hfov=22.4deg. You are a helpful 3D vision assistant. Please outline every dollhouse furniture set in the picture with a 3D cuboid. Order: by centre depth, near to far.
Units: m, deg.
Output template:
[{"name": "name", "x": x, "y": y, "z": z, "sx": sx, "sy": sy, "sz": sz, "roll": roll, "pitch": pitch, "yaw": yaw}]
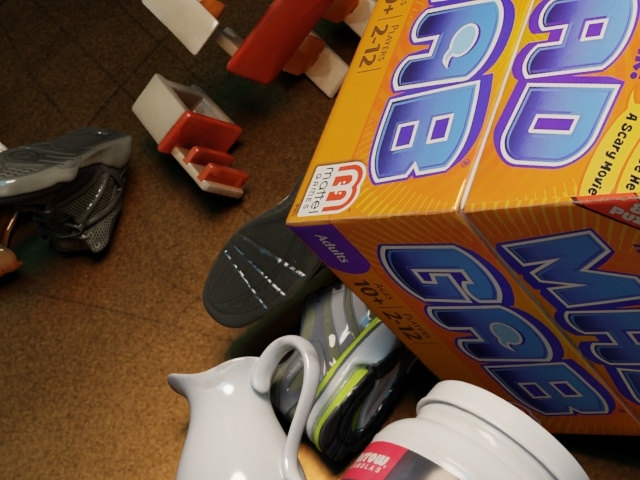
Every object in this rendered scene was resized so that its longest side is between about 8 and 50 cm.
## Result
[{"name": "dollhouse furniture set", "x": -0.065, "y": -0.187, "z": 1.683, "sx": 0.135, "sy": 0.262, "sz": 0.259, "roll": 47, "pitch": 108, "yaw": 27}]

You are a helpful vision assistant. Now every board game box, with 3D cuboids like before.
[{"name": "board game box", "x": 0.257, "y": -0.069, "z": 1.412, "sx": 0.356, "sy": 0.356, "sz": 0.356, "roll": -4, "pitch": 53, "yaw": 39}]

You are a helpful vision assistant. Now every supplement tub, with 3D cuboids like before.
[{"name": "supplement tub", "x": 0.077, "y": 0.267, "z": 1.303, "sx": 0.191, "sy": 0.191, "sz": 0.272, "roll": 32, "pitch": 68, "yaw": 24}]

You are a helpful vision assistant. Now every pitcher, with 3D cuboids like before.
[{"name": "pitcher", "x": -0.058, "y": 0.201, "z": 1.471, "sx": 0.178, "sy": 0.125, "sz": 0.207, "roll": -32, "pitch": 56, "yaw": 39}]

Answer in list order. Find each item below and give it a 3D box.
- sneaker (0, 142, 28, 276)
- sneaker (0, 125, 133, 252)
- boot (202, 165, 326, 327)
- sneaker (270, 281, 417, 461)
[{"name": "sneaker", "x": -0.361, "y": -0.086, "z": 1.737, "sx": 0.123, "sy": 0.106, "sz": 0.290, "roll": -10, "pitch": 69, "yaw": 7}, {"name": "sneaker", "x": -0.268, "y": -0.037, "z": 1.648, "sx": 0.087, "sy": 0.227, "sz": 0.130, "roll": 10, "pitch": 105, "yaw": 20}, {"name": "boot", "x": 0.002, "y": 0.000, "z": 1.601, "sx": 0.085, "sy": 0.178, "sz": 0.236, "roll": 45, "pitch": 98, "yaw": 18}, {"name": "sneaker", "x": 0.051, "y": 0.065, "z": 1.579, "sx": 0.121, "sy": 0.111, "sz": 0.300, "roll": 28, "pitch": 64, "yaw": 27}]
